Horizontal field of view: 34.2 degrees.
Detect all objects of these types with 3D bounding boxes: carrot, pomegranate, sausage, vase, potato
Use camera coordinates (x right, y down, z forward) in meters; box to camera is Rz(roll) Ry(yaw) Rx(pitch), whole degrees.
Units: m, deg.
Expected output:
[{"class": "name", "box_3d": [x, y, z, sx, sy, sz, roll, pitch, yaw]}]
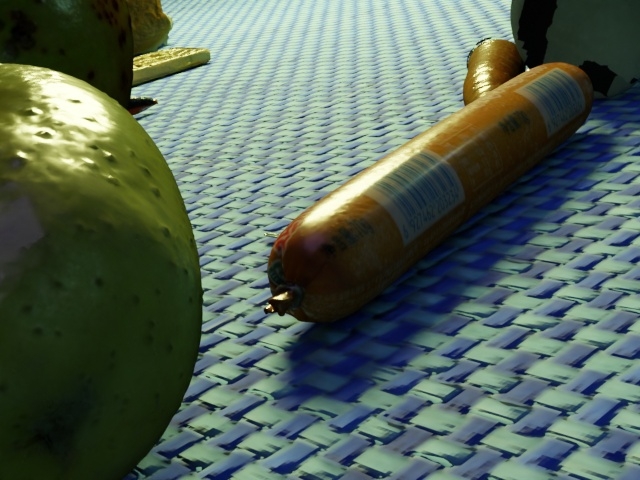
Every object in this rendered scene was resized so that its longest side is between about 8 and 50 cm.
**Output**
[{"class": "carrot", "box_3d": [0.124, -0.111, 0.752, 0.048, 0.048, 0.139, -6, 21, 15]}, {"class": "pomegranate", "box_3d": [-0.264, -0.115, 0.770, 0.231, 0.231, 0.286, 5, 48, 40]}, {"class": "sausage", "box_3d": [0.075, -0.040, 0.569, 0.053, 0.053, 0.348, 3, 24, 35]}, {"class": "vase", "box_3d": [0.293, -0.230, 0.844, 0.165, 0.165, 0.360, 6, 29, 41]}, {"class": "potato", "box_3d": [-0.125, 0.017, 0.402, 0.169, 0.143, 0.248, -51, 29, 2]}]

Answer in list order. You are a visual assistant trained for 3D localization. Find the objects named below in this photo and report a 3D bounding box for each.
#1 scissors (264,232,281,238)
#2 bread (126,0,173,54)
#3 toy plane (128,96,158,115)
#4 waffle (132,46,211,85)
[{"class": "scissors", "box_3d": [0.000, 0.000, 0.572, 0.083, 0.006, 0.036, 4, 26, 38]}, {"class": "bread", "box_3d": [-0.348, -0.373, 1.443, 0.250, 0.279, 0.225, -15, 6, -12]}, {"class": "toy plane", "box_3d": [-0.233, -0.125, 0.973, 0.189, 0.061, 0.130, -22, 45, -35]}, {"class": "waffle", "box_3d": [-0.208, -0.209, 1.258, 0.135, 0.021, 0.092, -23, 24, -31]}]
